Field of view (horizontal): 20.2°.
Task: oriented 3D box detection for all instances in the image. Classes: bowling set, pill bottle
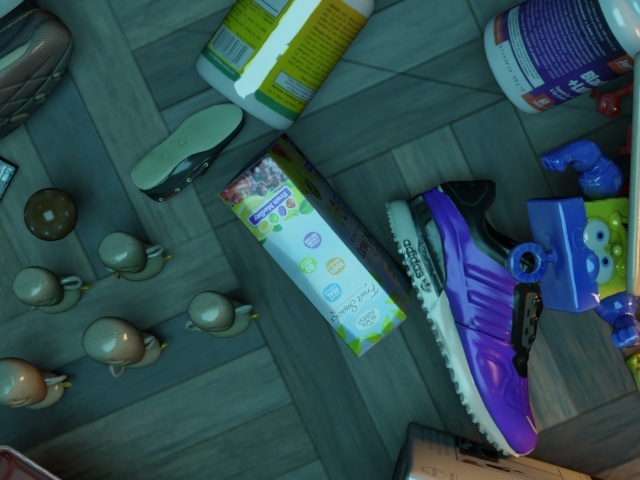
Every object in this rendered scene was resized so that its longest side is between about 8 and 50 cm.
[{"bbox_3d":[-0.219,0.044,1.816,0.287,0.154,0.200,-16,79,6],"label":"bowling set"},{"bbox_3d":[-0.020,-0.222,1.762,0.117,0.117,0.208,35,98,-3],"label":"pill bottle"},{"bbox_3d":[0.264,-0.205,1.724,0.193,0.108,0.108,-25,97,31],"label":"pill bottle"}]

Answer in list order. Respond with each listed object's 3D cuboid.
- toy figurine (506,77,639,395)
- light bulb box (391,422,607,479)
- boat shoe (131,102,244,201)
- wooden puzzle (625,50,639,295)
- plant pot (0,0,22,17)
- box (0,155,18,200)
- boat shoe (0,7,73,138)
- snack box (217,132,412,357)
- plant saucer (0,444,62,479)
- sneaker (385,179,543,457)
[{"bbox_3d":[0.259,0.029,1.708,0.217,0.191,0.363,-13,99,-30],"label":"toy figurine"},{"bbox_3d":[0.209,0.416,1.792,0.361,0.225,0.358,16,98,1],"label":"light bulb box"},{"bbox_3d":[-0.130,-0.090,1.826,0.133,0.042,0.049,-38,53,4],"label":"boat shoe"},{"bbox_3d":[0.383,-0.059,1.641,0.238,0.044,0.221,0,93,-26],"label":"wooden puzzle"},{"bbox_3d":[-0.356,-0.320,1.701,0.293,0.293,0.196,-38,122,7],"label":"plant pot"},{"bbox_3d":[-0.360,-0.056,1.850,0.067,0.018,0.083,28,98,-2],"label":"box"},{"bbox_3d":[-0.410,-0.131,1.779,0.355,0.132,0.130,-35,79,8],"label":"boat shoe"},{"bbox_3d":[0.000,0.000,1.765,0.070,0.174,0.207,-39,96,10],"label":"snack box"},{"bbox_3d":[-0.270,0.370,1.777,0.259,0.048,0.258,32,96,2],"label":"plant saucer"},{"bbox_3d":[0.183,0.072,1.805,0.146,0.102,0.293,-23,97,5],"label":"sneaker"}]
